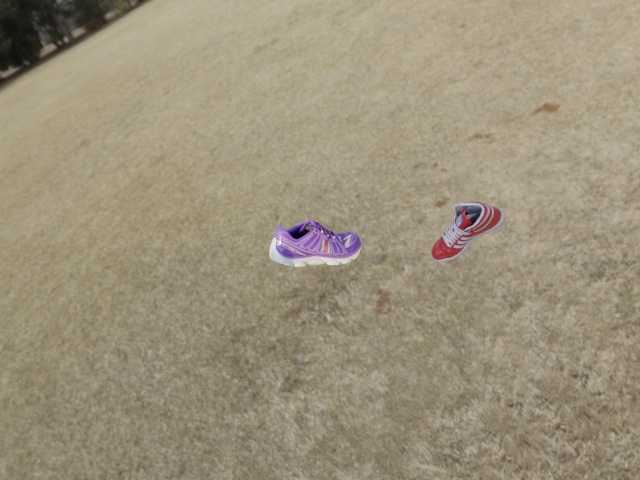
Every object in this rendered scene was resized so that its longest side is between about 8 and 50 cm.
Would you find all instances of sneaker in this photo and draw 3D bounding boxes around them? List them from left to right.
[{"bbox_3d":[0.000,0.000,0.759,0.169,0.071,0.068,-5,22,-37],"label":"sneaker"},{"bbox_3d":[0.188,-0.013,0.654,0.118,0.067,0.042,-41,56,30],"label":"sneaker"}]
